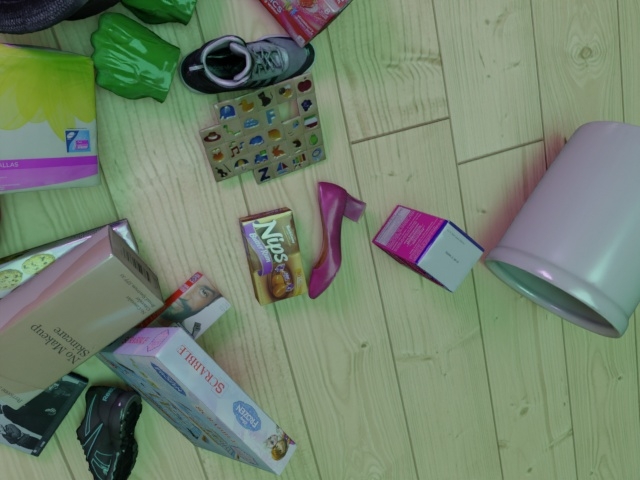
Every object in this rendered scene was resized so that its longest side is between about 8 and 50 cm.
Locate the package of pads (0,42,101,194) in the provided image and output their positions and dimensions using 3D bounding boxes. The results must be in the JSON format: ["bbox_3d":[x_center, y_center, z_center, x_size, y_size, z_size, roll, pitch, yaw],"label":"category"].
[{"bbox_3d":[-0.496,-0.189,0.804,0.297,0.101,0.228,-16,114,-50],"label":"package of pads"}]

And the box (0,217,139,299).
[{"bbox_3d":[-0.506,0.044,0.965,0.324,0.063,0.067,-19,109,-14],"label":"box"}]

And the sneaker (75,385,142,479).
[{"bbox_3d":[-0.435,0.410,1.070,0.106,0.101,0.267,16,105,9],"label":"sneaker"}]

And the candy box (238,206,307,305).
[{"bbox_3d":[-0.099,0.032,1.107,0.109,0.053,0.186,-14,107,-15],"label":"candy box"}]

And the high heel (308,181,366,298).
[{"bbox_3d":[0.000,0.000,1.119,0.117,0.082,0.243,25,95,-18],"label":"high heel"}]

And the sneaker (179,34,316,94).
[{"bbox_3d":[-0.119,-0.325,0.965,0.269,0.153,0.101,-15,107,-15],"label":"sneaker"}]

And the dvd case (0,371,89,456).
[{"bbox_3d":[-0.605,0.294,1.006,0.239,0.029,0.179,34,90,-21],"label":"dvd case"}]

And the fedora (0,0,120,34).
[{"bbox_3d":[-0.414,-0.441,0.803,0.335,0.152,0.333,-1,88,16],"label":"fedora"}]

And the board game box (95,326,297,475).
[{"bbox_3d":[-0.245,0.291,0.980,0.318,0.318,0.066,52,54,-22],"label":"board game box"}]

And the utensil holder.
[{"bbox_3d":[0.618,-0.029,1.194,0.328,0.328,0.385,34,88,-22],"label":"utensil holder"}]

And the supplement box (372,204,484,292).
[{"bbox_3d":[0.221,0.010,1.120,0.111,0.220,0.113,36,90,-21],"label":"supplement box"}]

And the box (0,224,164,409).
[{"bbox_3d":[-0.449,0.132,0.916,0.311,0.121,0.148,-37,125,-3],"label":"box"}]

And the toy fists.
[{"bbox_3d":[-0.312,-0.387,0.921,0.142,0.096,0.278,17,94,-29],"label":"toy fists"}]

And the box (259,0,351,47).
[{"bbox_3d":[-0.058,-0.497,0.930,0.257,0.128,0.122,45,62,-14],"label":"box"}]

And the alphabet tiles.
[{"bbox_3d":[-0.109,-0.202,1.030,0.237,0.009,0.198,-22,133,-12],"label":"alphabet tiles"}]

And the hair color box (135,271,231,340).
[{"bbox_3d":[-0.275,0.154,1.060,0.167,0.053,0.093,-45,112,-17],"label":"hair color box"}]
